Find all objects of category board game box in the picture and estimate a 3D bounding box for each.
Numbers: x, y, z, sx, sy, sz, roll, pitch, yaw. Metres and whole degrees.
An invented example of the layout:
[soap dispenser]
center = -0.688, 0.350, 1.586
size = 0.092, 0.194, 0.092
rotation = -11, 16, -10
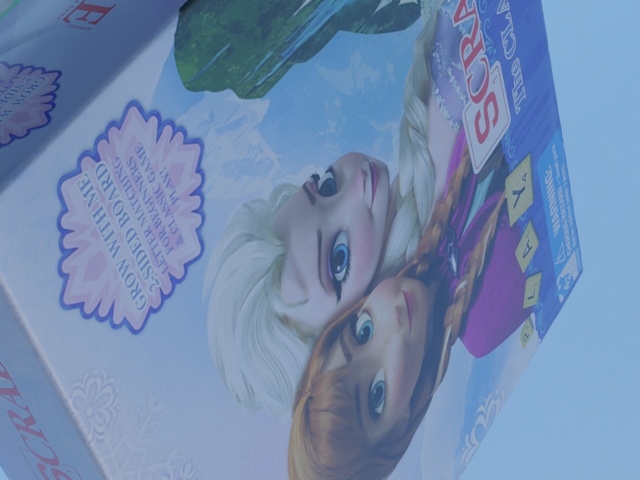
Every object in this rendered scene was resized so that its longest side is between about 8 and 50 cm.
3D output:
[board game box]
center = 0.000, 0.000, 0.551
size = 0.066, 0.319, 0.318
rotation = 13, -130, 32

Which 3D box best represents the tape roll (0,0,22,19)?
[tape roll]
center = -0.291, -0.189, 0.772
size = 0.077, 0.321, 0.321
rotation = -41, -115, 28
